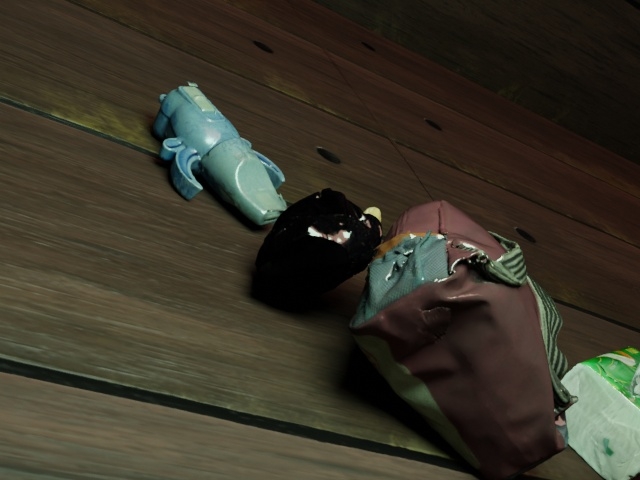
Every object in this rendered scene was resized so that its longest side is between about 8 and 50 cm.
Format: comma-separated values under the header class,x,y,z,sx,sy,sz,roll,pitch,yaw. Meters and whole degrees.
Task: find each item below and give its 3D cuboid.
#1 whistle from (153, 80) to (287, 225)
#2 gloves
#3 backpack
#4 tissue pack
class,x,y,z,sx,sy,sz,roll,pitch,yaw
whistle,-0.144,-0.117,1.256,0.180,0.093,0.269,-8,51,-49
gloves,0.000,0.000,1.128,0.203,0.164,0.124,-101,173,-70
backpack,0.169,0.085,1.069,0.283,0.197,0.317,55,19,-17
tissue pack,0.426,0.212,1.226,0.148,0.156,0.209,47,25,27
